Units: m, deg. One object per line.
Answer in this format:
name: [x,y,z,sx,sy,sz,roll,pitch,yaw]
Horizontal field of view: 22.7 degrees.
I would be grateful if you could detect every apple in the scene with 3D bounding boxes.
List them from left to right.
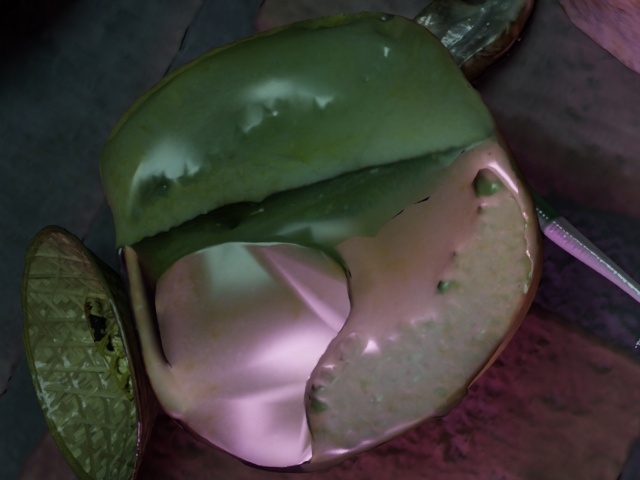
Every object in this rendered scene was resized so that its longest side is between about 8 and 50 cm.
apple: [0.000,0.000,0.744,0.188,0.174,0.207,-18,67,-1]

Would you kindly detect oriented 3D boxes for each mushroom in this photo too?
mushroom: [0.072,-0.105,0.807,0.101,0.019,0.049,-45,62,-8]

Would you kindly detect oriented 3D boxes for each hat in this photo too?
hat: [-0.099,0.057,0.839,0.146,0.067,0.146,30,126,52]

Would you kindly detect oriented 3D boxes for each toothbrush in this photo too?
toothbrush: [0.102,-0.020,0.786,0.024,0.018,0.257,-48,64,14]

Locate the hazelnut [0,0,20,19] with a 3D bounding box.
hazelnut: [-0.261,-0.213,0.887,0.218,0.218,0.234,-30,65,15]

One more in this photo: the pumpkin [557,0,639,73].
pumpkin: [0.208,-0.244,0.696,0.332,0.199,0.332,-8,72,25]
